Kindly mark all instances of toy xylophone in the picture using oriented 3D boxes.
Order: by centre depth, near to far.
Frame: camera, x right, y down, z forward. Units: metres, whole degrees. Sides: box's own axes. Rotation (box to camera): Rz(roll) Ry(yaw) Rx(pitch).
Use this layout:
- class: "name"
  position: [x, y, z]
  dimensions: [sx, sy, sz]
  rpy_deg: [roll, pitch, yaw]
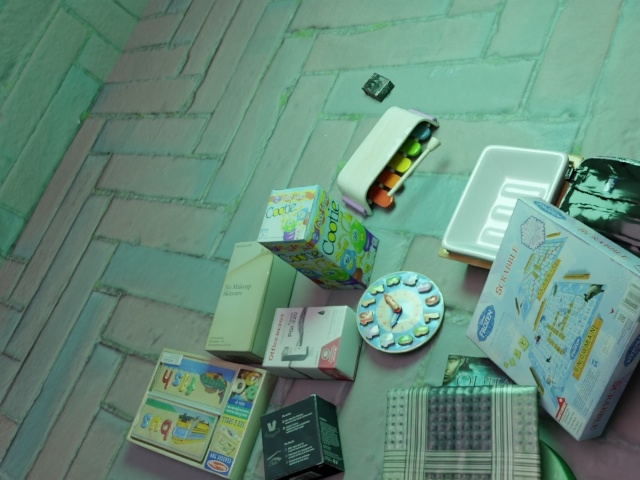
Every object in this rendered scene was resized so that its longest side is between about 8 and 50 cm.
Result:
- class: "toy xylophone"
  position: [0.182, -0.206, 1.815]
  dimensions: [0.322, 0.081, 0.236]
  rpy_deg: [-47, 45, 4]

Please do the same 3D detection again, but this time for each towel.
- class: "towel"
  position: [0.251, 0.424, 1.273]
  dimensions: [0.312, 0.056, 0.324]
  rpy_deg: [-9, 59, 31]

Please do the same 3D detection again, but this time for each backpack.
- class: "backpack"
  position: [0.586, -0.027, 1.304]
  dimensions: [0.254, 0.191, 0.225]
  rpy_deg: [16, 76, 51]

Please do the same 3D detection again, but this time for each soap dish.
- class: "soap dish"
  position: [0.414, -0.059, 1.513]
  dimensions: [0.229, 0.118, 0.290]
  rpy_deg: [15, 73, 43]

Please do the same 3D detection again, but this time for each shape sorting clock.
- class: "shape sorting clock"
  position: [0.179, 0.160, 1.600]
  dimensions: [0.206, 0.040, 0.206]
  rpy_deg: [-15, 54, 21]

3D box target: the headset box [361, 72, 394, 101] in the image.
- class: "headset box"
  position: [0.167, -0.437, 2.010]
  dimensions: [0.062, 0.032, 0.083]
  rpy_deg: [-50, 43, 1]

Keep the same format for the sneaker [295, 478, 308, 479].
- class: "sneaker"
  position: [0.044, 0.570, 1.432]
  dimensions: [0.263, 0.099, 0.121]
  rpy_deg: [-4, 68, 45]

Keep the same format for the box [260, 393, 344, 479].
- class: "box"
  position: [-0.042, 0.450, 1.565]
  dimensions: [0.156, 0.093, 0.158]
  rpy_deg: [-27, 51, 23]

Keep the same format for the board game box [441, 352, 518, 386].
- class: "board game box"
  position: [0.332, 0.297, 1.414]
  dimensions: [0.186, 0.026, 0.126]
  rpy_deg: [0, 63, 38]

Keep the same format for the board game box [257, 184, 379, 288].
- class: "board game box"
  position: [0.000, 0.000, 1.690]
  dimensions: [0.144, 0.275, 0.142]
  rpy_deg: [-3, 61, 37]

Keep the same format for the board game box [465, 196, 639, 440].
- class: "board game box"
  position: [0.427, 0.130, 1.263]
  dimensions: [0.318, 0.066, 0.318]
  rpy_deg: [47, 129, 48]

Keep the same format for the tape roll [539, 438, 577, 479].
- class: "tape roll"
  position: [0.308, 0.493, 1.274]
  dimensions: [0.321, 0.077, 0.321]
  rpy_deg: [-20, 53, 28]

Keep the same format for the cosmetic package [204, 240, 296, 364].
- class: "cosmetic package"
  position: [-0.175, 0.161, 1.843]
  dimensions: [0.160, 0.113, 0.309]
  rpy_deg: [-6, 60, 36]

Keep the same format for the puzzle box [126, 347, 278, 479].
- class: "puzzle box"
  position: [-0.315, 0.438, 1.818]
  dimensions: [0.409, 0.052, 0.272]
  rpy_deg: [2, 66, 39]

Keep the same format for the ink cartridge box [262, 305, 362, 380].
- class: "ink cartridge box"
  position: [-0.017, 0.244, 1.679]
  dimensions: [0.218, 0.092, 0.158]
  rpy_deg: [-7, 59, 37]
